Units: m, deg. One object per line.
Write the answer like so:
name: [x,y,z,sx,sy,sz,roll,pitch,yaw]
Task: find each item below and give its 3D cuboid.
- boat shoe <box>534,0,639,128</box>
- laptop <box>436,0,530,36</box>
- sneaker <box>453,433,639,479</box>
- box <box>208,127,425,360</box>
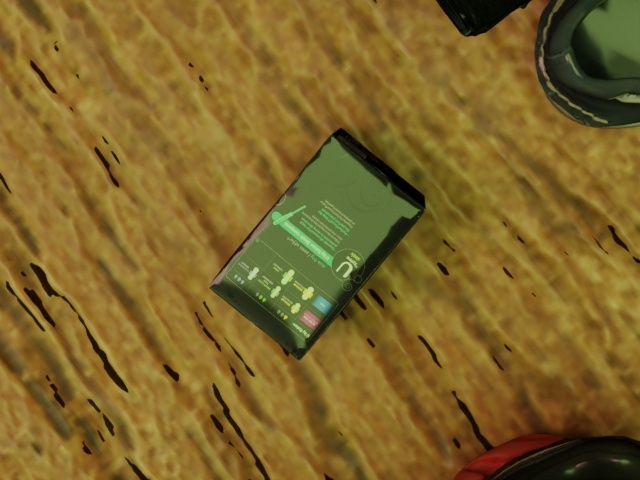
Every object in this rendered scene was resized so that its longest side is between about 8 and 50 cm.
boat shoe: [0.210,-0.107,0.503,0.254,0.079,0.095,-12,93,6]
laptop: [0.100,-0.239,0.469,0.136,0.264,0.234,-30,93,45]
sneaker: [0.048,0.170,0.467,0.097,0.135,0.276,45,64,3]
box: [0.000,0.000,0.543,0.052,0.062,0.083,39,99,-1]
